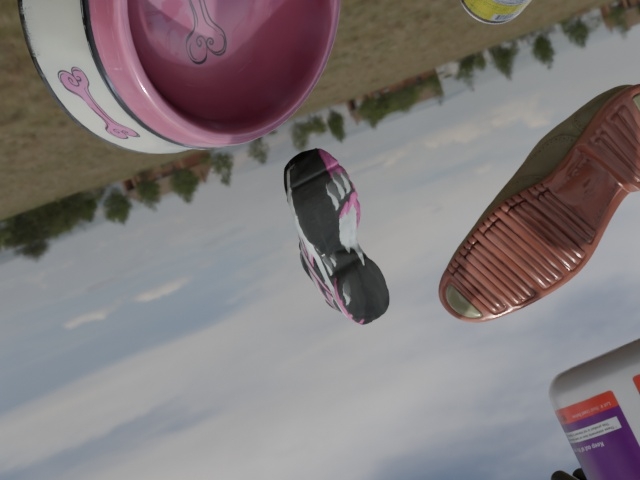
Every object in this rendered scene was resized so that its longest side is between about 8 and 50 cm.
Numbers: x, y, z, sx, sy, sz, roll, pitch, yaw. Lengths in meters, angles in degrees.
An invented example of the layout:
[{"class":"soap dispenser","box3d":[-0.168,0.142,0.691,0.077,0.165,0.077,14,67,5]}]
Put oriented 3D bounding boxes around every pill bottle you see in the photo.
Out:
[{"class":"pill bottle","box3d":[0.282,-0.409,1.252,0.117,0.117,0.215,-21,177,-7]},{"class":"pill bottle","box3d":[0.381,0.259,0.874,0.181,0.323,0.181,-21,165,-6]}]

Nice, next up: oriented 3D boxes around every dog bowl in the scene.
[{"class":"dog bowl","box3d":[-0.141,-0.293,1.021,0.150,0.408,0.408,19,-147,41]}]

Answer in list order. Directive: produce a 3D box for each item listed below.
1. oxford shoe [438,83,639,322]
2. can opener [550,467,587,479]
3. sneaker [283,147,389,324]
[{"class":"oxford shoe","box3d":[0.310,-0.049,1.150,0.397,0.140,0.146,-43,-166,5]},{"class":"can opener","box3d":[0.412,0.348,1.142,0.076,0.095,0.283,-2,-176,-17]},{"class":"sneaker","box3d":[0.000,0.000,0.838,0.072,0.178,0.077,-23,-169,-28]}]
